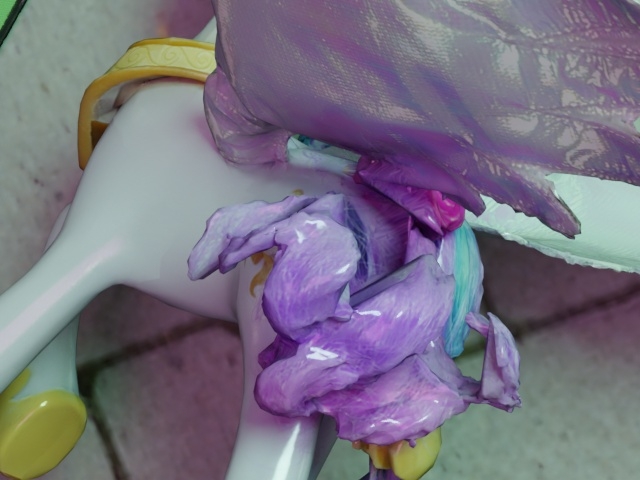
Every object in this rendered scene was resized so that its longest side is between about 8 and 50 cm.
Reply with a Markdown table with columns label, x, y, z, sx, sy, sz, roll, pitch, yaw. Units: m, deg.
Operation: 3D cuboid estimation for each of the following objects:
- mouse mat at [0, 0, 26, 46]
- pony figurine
| label | x | y | z | sx | sy | sz | roll | pitch | yaw |
| --- | --- | --- | --- | --- | --- | --- | --- | --- | --- |
| mouse mat | -0.194 | -0.172 | 0.753 | 0.190 | 0.007 | 0.152 | 36 | 105 | 9 |
| pony figurine | 0.000 | 0.000 | 0.581 | 0.351 | 0.303 | 0.363 | 28 | 90 | 38 |
